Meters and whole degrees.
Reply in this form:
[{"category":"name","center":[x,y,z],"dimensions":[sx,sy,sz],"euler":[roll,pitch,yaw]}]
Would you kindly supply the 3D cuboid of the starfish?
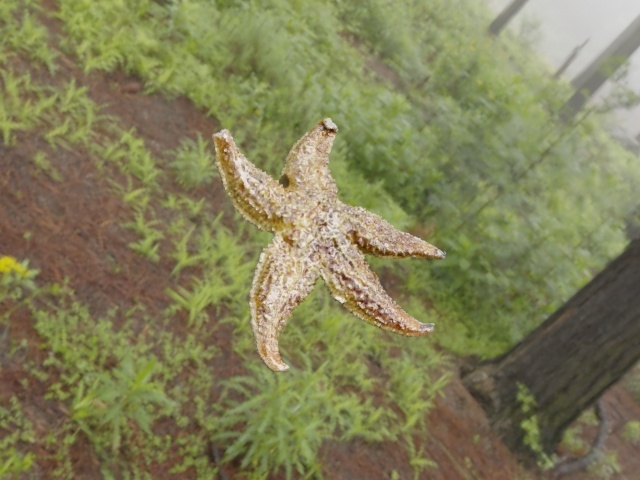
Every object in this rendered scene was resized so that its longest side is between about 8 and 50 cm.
[{"category":"starfish","center":[0.001,0.000,0.711],"dimensions":[0.227,0.043,0.241],"euler":[26,58,-11]}]
